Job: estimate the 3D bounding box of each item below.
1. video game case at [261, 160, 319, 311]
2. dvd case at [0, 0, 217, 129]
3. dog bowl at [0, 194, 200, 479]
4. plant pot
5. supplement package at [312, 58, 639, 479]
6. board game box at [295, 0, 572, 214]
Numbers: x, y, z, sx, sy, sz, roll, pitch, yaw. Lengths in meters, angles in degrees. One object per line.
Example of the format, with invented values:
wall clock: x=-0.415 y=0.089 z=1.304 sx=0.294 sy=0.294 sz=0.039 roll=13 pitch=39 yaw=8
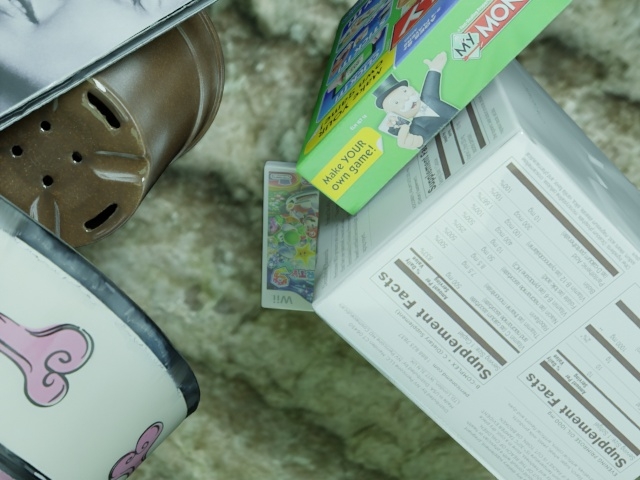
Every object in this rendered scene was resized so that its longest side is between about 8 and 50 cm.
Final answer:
video game case: x=0.000 y=0.000 z=0.870 sx=0.087 sy=0.011 sz=0.122 roll=4 pitch=119 yaw=3
dvd case: x=-0.174 y=-0.152 z=0.671 sx=0.164 sy=0.221 sz=0.018 roll=44 pitch=156 yaw=23
dog bowl: x=-0.286 y=0.058 z=0.717 sx=0.408 sy=0.150 sz=0.408 roll=25 pitch=158 yaw=11
plant pot: x=-0.157 y=-0.087 z=0.750 sx=0.167 sy=0.165 sz=0.166 roll=2 pitch=117 yaw=4
supplement package: x=0.116 y=0.004 z=0.713 sx=0.145 sy=0.262 sz=0.204 roll=-42 pitch=107 yaw=18
board game box: x=0.114 y=-0.177 z=0.633 sx=0.046 sy=0.213 sz=0.317 roll=38 pitch=120 yaw=-14
